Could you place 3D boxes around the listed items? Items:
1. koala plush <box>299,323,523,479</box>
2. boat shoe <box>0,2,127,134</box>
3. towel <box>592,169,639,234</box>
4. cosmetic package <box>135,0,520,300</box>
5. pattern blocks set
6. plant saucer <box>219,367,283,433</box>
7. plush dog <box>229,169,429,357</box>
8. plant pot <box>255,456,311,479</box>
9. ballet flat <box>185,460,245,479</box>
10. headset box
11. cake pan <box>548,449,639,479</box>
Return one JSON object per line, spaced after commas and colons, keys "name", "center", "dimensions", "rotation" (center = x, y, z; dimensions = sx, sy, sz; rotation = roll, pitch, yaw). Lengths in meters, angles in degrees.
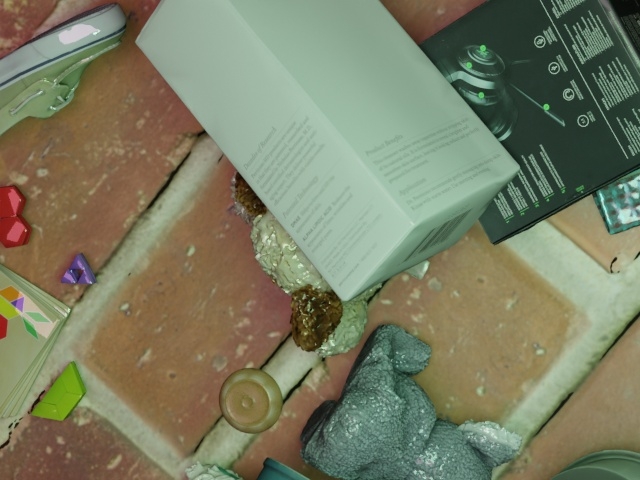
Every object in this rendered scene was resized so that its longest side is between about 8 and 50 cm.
{"name": "koala plush", "center": [0.108, 0.245, 1.924], "dimensions": [0.221, 0.203, 0.196], "rotation": [35, 102, -3]}
{"name": "boat shoe", "center": [-0.357, -0.199, 2.049], "dimensions": [0.302, 0.109, 0.094], "rotation": [-25, 103, 23]}
{"name": "towel", "center": [0.391, -0.222, 1.890], "dimensions": [0.271, 0.040, 0.370], "rotation": [-21, 89, 15]}
{"name": "cosmetic package", "center": [0.006, -0.150, 1.794], "dimensions": [0.385, 0.217, 0.156], "rotation": [51, 133, 13]}
{"name": "pattern blocks set", "center": [-0.421, 0.123, 2.112], "dimensions": [0.285, 0.026, 0.325], "rotation": [46, 102, 7]}
{"name": "plant saucer", "center": [-0.089, 0.201, 2.045], "dimensions": [0.083, 0.015, 0.083], "rotation": [1, 94, 13]}
{"name": "plush dog", "center": [0.000, 0.000, 1.888], "dimensions": [0.210, 0.225, 0.262], "rotation": [-28, 88, 24]}
{"name": "plant pot", "center": [-0.022, 0.429, 1.873], "dimensions": [0.271, 0.272, 0.255], "rotation": [33, 78, 9]}
{"name": "ballet flat", "center": [-0.208, 0.450, 2.050], "dimensions": [0.147, 0.147, 0.409], "rotation": [36, 98, 9]}
{"name": "headset box", "center": [0.255, -0.161, 1.842], "dimensions": [0.283, 0.131, 0.246], "rotation": [-31, 85, 32]}
{"name": "cake pan", "center": [0.323, 0.385, 1.857], "dimensions": [0.293, 0.054, 0.293], "rotation": [-9, 78, 48]}
